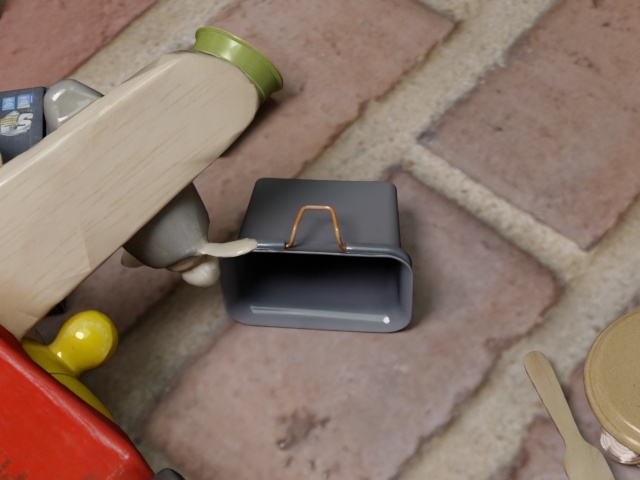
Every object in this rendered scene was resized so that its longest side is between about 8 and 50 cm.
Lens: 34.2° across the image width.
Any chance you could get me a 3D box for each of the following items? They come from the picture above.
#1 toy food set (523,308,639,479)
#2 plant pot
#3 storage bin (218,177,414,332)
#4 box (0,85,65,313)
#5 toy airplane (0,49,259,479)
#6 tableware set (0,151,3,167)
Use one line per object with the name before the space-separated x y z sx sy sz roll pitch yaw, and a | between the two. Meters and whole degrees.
toy food set | 0.243 0.103 0.706 0.192 0.038 0.132 -17 51 -1
plant pot | -0.086 -0.116 0.840 0.083 0.083 0.079 26 75 18
storage bin | 0.000 0.000 0.753 0.135 0.098 0.091 2 48 4
box | -0.315 -0.019 0.798 0.232 0.059 0.183 -8 59 -1
toy airplane | -0.230 0.072 0.614 0.386 0.272 0.384 1 89 -11
tableware set | -0.311 -0.014 0.738 0.194 0.039 0.128 -32 74 -8
